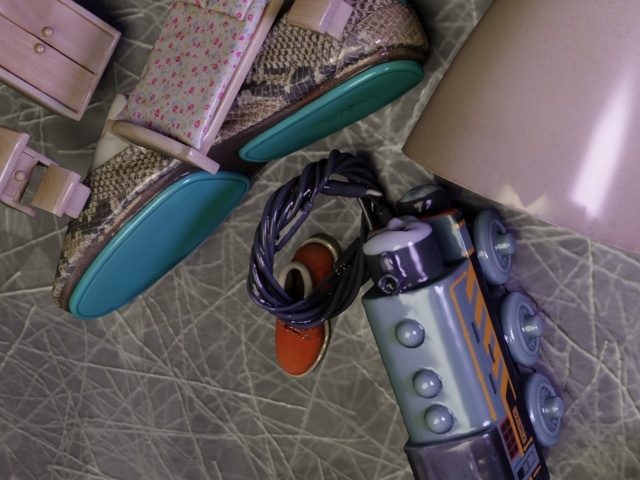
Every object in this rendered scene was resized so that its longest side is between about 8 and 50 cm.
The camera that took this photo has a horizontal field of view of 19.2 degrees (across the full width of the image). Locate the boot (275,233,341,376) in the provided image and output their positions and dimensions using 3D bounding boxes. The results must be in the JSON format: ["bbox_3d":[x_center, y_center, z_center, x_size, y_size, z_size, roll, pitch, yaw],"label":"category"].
[{"bbox_3d":[-0.025,0.078,1.938,0.059,0.084,0.158,16,115,15],"label":"boot"}]

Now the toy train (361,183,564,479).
[{"bbox_3d":[0.133,0.115,1.824,0.142,0.190,0.334,-13,103,25],"label":"toy train"}]

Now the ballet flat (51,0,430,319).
[{"bbox_3d":[-0.107,-0.117,1.884,0.483,0.164,0.182,-37,69,23],"label":"ballet flat"}]

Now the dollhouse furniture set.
[{"bbox_3d":[-0.196,-0.154,1.765,0.355,0.174,0.303,19,81,46],"label":"dollhouse furniture set"}]

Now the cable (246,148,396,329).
[{"bbox_3d":[0.000,0.000,1.845,0.047,0.184,0.151,21,140,45],"label":"cable"}]

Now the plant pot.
[{"bbox_3d":[0.241,-0.158,1.675,0.256,0.256,0.274,24,99,13],"label":"plant pot"}]
